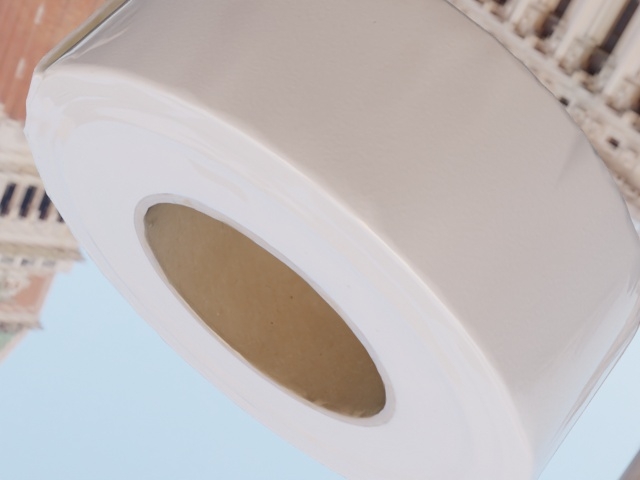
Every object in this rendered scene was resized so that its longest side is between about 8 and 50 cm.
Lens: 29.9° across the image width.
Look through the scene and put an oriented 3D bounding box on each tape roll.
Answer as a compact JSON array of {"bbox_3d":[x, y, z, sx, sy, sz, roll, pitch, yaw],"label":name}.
[{"bbox_3d":[0.000,0.000,0.556,0.286,0.286,0.100,34,-114,16],"label":"tape roll"}]
